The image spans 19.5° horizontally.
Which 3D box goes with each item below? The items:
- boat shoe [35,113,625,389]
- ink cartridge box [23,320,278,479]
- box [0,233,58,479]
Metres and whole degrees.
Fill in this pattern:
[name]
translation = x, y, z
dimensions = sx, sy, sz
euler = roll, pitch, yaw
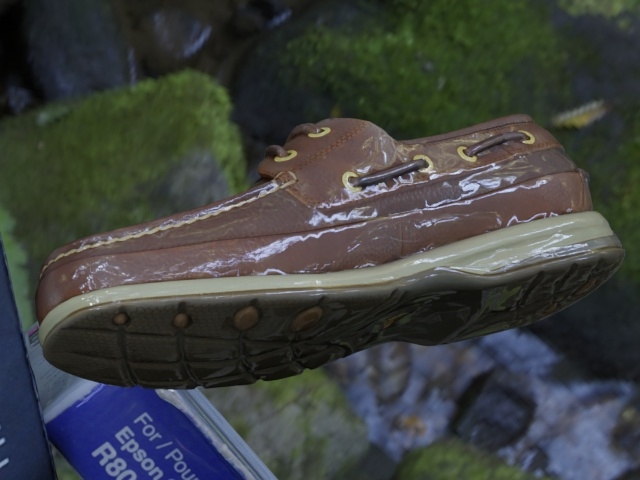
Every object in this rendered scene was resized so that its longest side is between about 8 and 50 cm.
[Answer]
[boat shoe]
translation = 0.000, 0.000, 0.518
dimensions = 0.178, 0.064, 0.060
euler = -9, 68, -30
[ink cartridge box]
translation = -0.015, 0.173, 0.891
dimensions = 0.071, 0.330, 0.324
euler = -40, 101, -4
[box]
translation = -0.382, 0.045, 0.676
dimensions = 0.472, 0.479, 0.297
euler = -30, 39, -31
